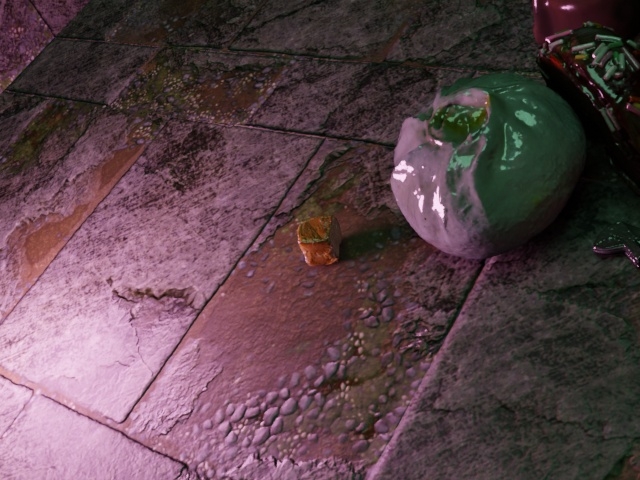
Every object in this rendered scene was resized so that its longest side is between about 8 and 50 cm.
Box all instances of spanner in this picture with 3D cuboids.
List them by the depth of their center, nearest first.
[{"bbox_3d":[0.599,-0.013,1.406,0.325,0.026,0.093,-11,46,18],"label":"spanner"}]

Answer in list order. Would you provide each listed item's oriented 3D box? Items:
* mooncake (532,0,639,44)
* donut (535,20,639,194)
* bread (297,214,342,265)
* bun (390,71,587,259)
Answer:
[{"bbox_3d":[0.545,-0.552,1.827,0.334,0.174,0.326,17,63,38],"label":"mooncake"},{"bbox_3d":[0.493,-0.247,1.508,0.136,0.259,0.345,-34,42,6],"label":"donut"},{"bbox_3d":[-0.001,-0.001,1.681,0.070,0.083,0.077,-5,52,13],"label":"bread"},{"bbox_3d":[0.276,-0.149,1.545,0.362,0.211,0.362,-27,43,28],"label":"bun"}]
